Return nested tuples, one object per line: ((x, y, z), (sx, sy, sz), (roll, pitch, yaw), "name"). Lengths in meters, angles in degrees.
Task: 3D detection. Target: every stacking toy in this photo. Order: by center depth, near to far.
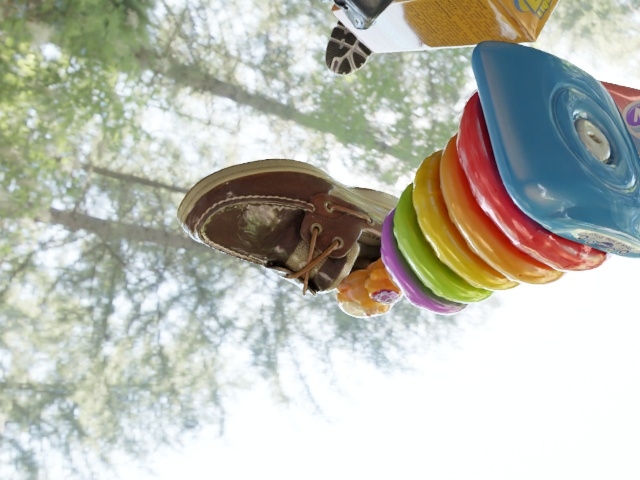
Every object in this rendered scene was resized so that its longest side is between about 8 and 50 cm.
((0.111, -0.004, 0.743), (0.302, 0.175, 0.166), (-38, -132, 41), "stacking toy")

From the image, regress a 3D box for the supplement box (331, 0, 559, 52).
((0.113, -0.227, 0.830), (0.078, 0.080, 0.233), (-58, -149, -11), "supplement box")

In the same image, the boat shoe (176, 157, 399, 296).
((0.000, 0.000, 1.030), (0.123, 0.342, 0.123), (-51, -132, 27), "boat shoe")

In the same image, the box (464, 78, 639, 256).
((0.293, -0.064, 0.885), (0.299, 0.154, 0.142), (11, -95, -6), "box")

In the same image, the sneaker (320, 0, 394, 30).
((-0.027, -0.235, 0.734), (0.226, 0.163, 0.086), (-6, -130, 44), "sneaker")

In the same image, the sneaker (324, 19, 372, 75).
((0.056, -0.319, 1.336), (0.068, 0.071, 0.170), (25, -102, -6), "sneaker")
